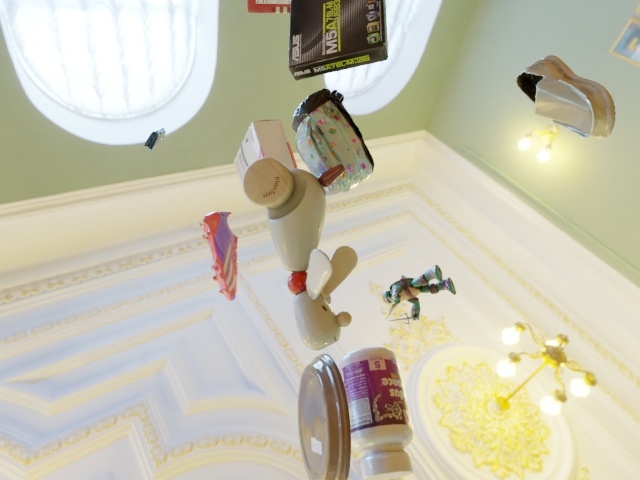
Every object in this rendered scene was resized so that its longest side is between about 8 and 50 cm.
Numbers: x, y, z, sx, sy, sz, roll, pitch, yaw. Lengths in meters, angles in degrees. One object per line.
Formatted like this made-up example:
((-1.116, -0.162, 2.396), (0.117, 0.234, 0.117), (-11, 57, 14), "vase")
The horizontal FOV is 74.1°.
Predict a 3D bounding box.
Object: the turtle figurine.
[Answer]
((0.256, 0.155, 1.218), (0.175, 0.234, 0.118), (24, -135, -47), "turtle figurine")

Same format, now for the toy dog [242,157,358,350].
((0.000, 0.000, 0.735), (0.161, 0.333, 0.220), (-20, -169, 16), "toy dog")

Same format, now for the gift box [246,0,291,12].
((-0.105, -0.852, 1.292), (0.277, 0.255, 0.258), (-1, -127, -10), "gift box")

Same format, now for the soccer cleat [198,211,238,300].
((-0.256, 0.040, 1.158), (0.095, 0.083, 0.247), (-17, -91, -28), "soccer cleat")

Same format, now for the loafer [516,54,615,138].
((0.493, -0.287, 0.872), (0.092, 0.101, 0.268), (-18, -136, 6), "loafer")

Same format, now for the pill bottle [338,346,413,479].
((0.146, 0.447, 1.104), (0.170, 0.169, 0.301), (2, -127, -15), "pill bottle")

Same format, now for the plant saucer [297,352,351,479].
((-0.001, 0.378, 0.883), (0.041, 0.277, 0.277), (3, -137, -18), "plant saucer")

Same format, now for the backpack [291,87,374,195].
((0.021, -0.180, 0.821), (0.115, 0.152, 0.181), (-31, -91, -6), "backpack")

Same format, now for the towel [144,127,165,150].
((-0.543, -0.338, 1.402), (0.029, 0.067, 0.119), (33, -166, -17), "towel")

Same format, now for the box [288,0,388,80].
((0.032, -0.410, 0.801), (0.184, 0.045, 0.190), (-4, -108, 16), "box")

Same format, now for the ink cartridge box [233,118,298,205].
((-0.161, -0.215, 1.200), (0.092, 0.218, 0.158), (-12, -104, -27), "ink cartridge box")
